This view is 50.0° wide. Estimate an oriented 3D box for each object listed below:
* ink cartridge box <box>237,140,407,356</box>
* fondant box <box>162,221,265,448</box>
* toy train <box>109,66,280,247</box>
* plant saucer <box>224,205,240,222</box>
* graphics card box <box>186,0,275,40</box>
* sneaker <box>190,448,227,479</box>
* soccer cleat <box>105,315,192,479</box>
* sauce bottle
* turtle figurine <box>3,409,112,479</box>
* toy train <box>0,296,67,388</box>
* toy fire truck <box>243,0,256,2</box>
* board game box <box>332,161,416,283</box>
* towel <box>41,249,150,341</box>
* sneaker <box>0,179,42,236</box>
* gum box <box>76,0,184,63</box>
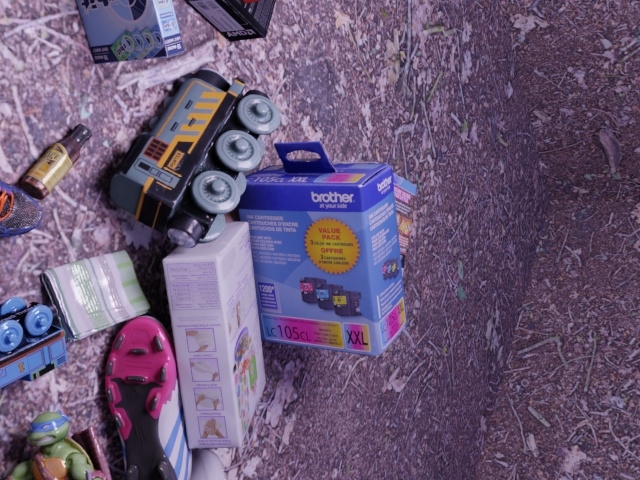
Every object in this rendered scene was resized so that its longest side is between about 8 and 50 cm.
[{"bbox_3d":[0.000,0.000,1.301,0.151,0.270,0.395,-35,123,-57],"label":"ink cartridge box"},{"bbox_3d":[-0.174,0.154,1.192,0.238,0.096,0.330,-69,154,-74],"label":"fondant box"},{"bbox_3d":[-0.198,-0.147,1.127,0.190,0.142,0.333,28,58,-8],"label":"toy train"},{"bbox_3d":[-0.142,0.011,1.365,0.199,0.036,0.198,-12,105,-56],"label":"plant saucer"},{"bbox_3d":[-0.198,-0.534,1.155,0.371,0.094,0.232,30,69,-54],"label":"graphics card box"},{"bbox_3d":[-0.251,0.501,1.192,0.129,0.111,0.297,34,51,-26],"label":"sneaker"},{"bbox_3d":[-0.279,0.285,1.139,0.143,0.116,0.331,-21,107,-85],"label":"soccer cleat"},{"bbox_3d":[-0.374,-0.115,0.980,0.042,0.042,0.128,61,43,-41],"label":"sauce bottle"},{"bbox_3d":[-0.363,0.383,0.904,0.198,0.275,0.266,-17,104,-16],"label":"turtle figurine"},{"bbox_3d":[-0.423,0.147,0.903,0.184,0.080,0.105,-31,125,-53],"label":"toy train"},{"bbox_3d":[-0.124,-0.477,1.147,0.135,0.047,0.192,54,50,-45],"label":"toy fire truck"},{"bbox_3d":[0.106,-0.021,1.652,0.232,0.141,0.290,19,78,-57],"label":"board game box"},{"bbox_3d":[-0.335,0.078,1.042,0.152,0.023,0.113,-20,88,-53],"label":"towel"},{"bbox_3d":[-0.435,-0.055,0.846,0.221,0.087,0.083,27,71,-55],"label":"sneaker"},{"bbox_3d":[-0.285,-0.352,0.980,0.041,0.157,0.184,-40,127,-48],"label":"gum box"}]
